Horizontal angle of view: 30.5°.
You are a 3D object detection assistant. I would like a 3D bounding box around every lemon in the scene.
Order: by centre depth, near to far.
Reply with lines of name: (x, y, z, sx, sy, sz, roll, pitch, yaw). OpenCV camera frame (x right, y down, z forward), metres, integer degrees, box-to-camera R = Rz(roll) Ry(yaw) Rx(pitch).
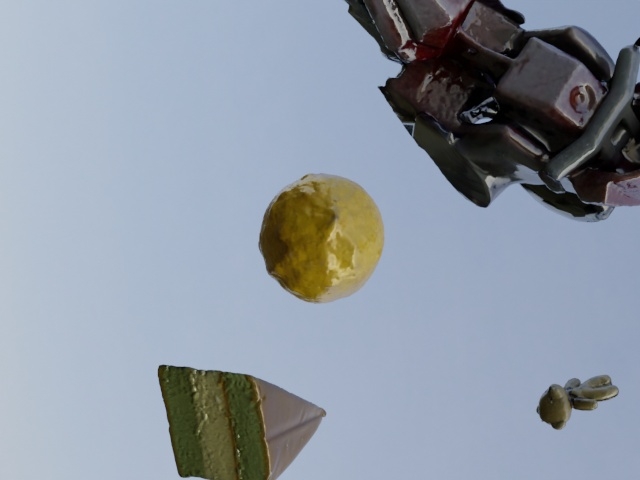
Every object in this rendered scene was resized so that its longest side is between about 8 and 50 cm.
lemon: (0.000, 0.000, 1.052, 0.155, 0.114, 0.114, 115, -41, -73)

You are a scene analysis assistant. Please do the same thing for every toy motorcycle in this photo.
toy motorcycle: (0.084, -0.075, 0.543, 0.082, 0.213, 0.122, -57, -154, -16)

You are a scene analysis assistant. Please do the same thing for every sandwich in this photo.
sandwich: (-0.077, 0.164, 1.269, 0.117, 0.187, 0.144, 5, -69, 20)

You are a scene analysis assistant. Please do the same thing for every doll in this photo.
doll: (0.305, 0.191, 1.404, 0.061, 0.093, 0.051, -120, -152, -62)
